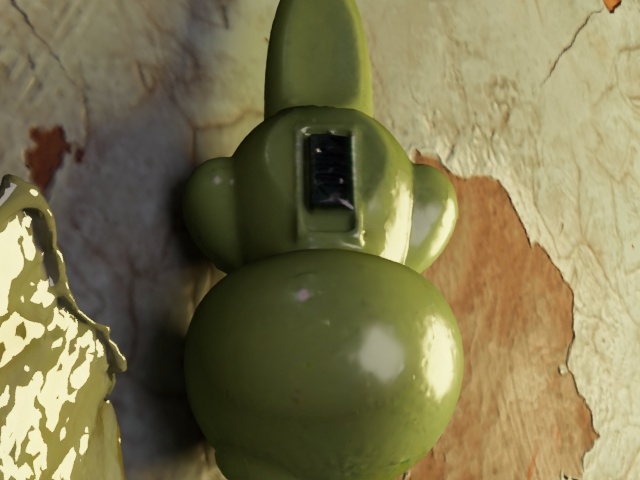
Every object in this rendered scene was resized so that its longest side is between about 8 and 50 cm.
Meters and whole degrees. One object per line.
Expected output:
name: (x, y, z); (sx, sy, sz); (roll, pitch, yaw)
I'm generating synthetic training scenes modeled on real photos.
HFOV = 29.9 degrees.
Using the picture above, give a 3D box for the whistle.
whistle: (-0.001, 0.008, 0.610); (0.141, 0.141, 0.294); (36, 38, -35)

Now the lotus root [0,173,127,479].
lotus root: (-0.145, 0.063, 0.380); (0.235, 0.138, 0.119); (82, 9, -48)
